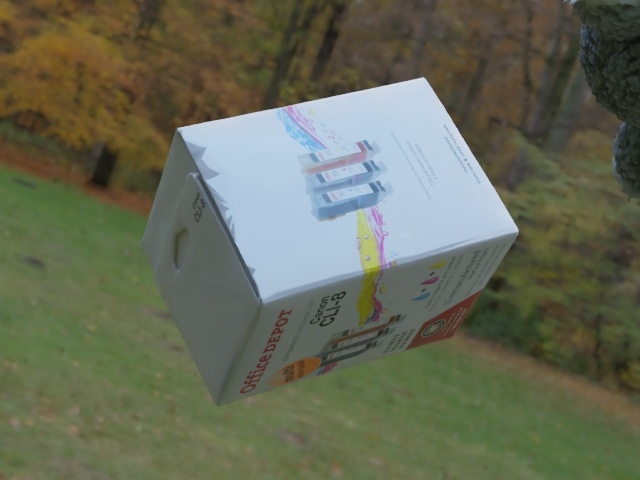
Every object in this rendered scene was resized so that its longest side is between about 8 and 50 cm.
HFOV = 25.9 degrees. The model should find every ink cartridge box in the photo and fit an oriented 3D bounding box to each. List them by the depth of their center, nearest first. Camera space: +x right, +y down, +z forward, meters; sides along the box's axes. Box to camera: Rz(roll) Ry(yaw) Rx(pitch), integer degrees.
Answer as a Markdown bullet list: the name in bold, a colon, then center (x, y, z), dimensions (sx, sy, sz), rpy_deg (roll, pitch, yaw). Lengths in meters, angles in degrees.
- **ink cartridge box**: center (0.000, 0.000, 0.846), dimensions (0.176, 0.128, 0.127), rpy_deg (-14, 62, -26)

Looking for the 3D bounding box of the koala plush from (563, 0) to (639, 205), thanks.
- **koala plush**: center (0.200, -0.114, 0.562), dimensions (0.203, 0.221, 0.196), rpy_deg (56, -4, 33)
